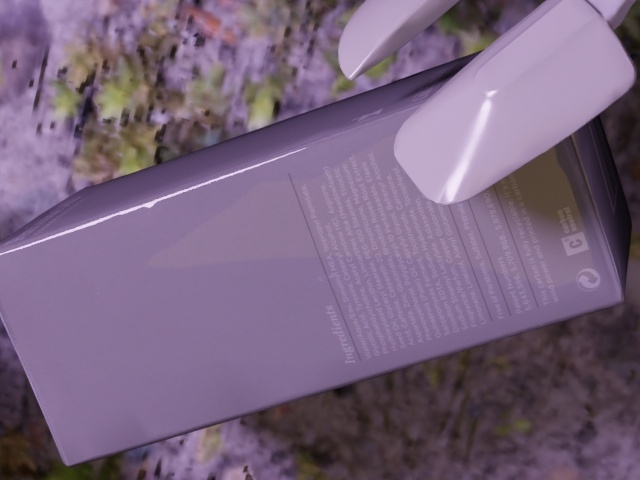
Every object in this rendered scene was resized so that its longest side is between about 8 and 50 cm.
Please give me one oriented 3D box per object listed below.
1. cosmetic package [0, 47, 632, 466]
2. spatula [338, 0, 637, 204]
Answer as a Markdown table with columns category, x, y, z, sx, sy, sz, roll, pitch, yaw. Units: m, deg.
| category | x | y | z | sx | sy | sz | roll | pitch | yaw |
| --- | --- | --- | --- | --- | --- | --- | --- | --- | --- |
| cosmetic package | 0.000 | 0.000 | 0.629 | 0.237 | 0.127 | 0.107 | -16 | 101 | 14 |
| spatula | 0.099 | -0.133 | 0.550 | 0.242 | 0.168 | 0.019 | -38 | 136 | 5 |
